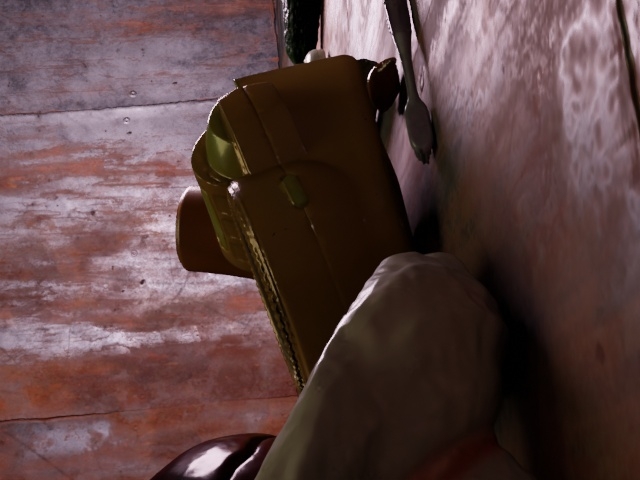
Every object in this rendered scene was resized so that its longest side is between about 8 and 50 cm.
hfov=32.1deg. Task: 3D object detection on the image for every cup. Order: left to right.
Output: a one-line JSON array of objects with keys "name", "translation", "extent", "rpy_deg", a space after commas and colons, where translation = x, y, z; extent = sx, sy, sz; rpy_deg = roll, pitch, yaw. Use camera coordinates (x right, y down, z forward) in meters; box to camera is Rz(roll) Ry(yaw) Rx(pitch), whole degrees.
[{"name": "cup", "translation": [-0.073, -0.033, 1.682], "extent": [0.182, 0.264, 0.226], "rpy_deg": [79, -164, -59]}]

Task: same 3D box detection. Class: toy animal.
[{"name": "toy animal", "translation": [0.070, 0.134, 0.720], "extent": [0.308, 0.188, 0.266], "rpy_deg": [58, -131, -76]}]

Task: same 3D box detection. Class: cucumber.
[{"name": "cucumber", "translation": [-0.034, -0.420, 2.024], "extent": [0.074, 0.075, 0.241], "rpy_deg": [-97, 5, -45]}]

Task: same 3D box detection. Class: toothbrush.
[{"name": "toothbrush", "translation": [0.073, -0.215, 1.060], "extent": [0.029, 0.024, 0.353], "rpy_deg": [79, -176, -55]}]

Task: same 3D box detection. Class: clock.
[{"name": "clock", "translation": [0.000, 0.000, 1.076], "extent": [0.317, 0.200, 0.244], "rpy_deg": [-111, 2, -47]}]

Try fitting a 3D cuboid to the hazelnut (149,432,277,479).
[{"name": "hazelnut", "translation": [-0.123, 0.509, 1.669], "extent": [0.402, 0.402, 0.429], "rpy_deg": [106, 159, -77]}]

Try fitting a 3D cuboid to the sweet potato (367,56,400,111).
[{"name": "sweet potato", "translation": [0.065, -0.157, 1.141], "extent": [0.095, 0.034, 0.034], "rpy_deg": [91, 174, -62]}]

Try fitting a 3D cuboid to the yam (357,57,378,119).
[{"name": "yam", "translation": [0.043, -0.156, 1.301], "extent": [0.132, 0.054, 0.054], "rpy_deg": [93, 173, -62]}]

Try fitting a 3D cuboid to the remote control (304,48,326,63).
[{"name": "remote control", "translation": [-0.003, -0.221, 1.924], "extent": [0.078, 0.042, 0.221], "rpy_deg": [135, 132, -83]}]
